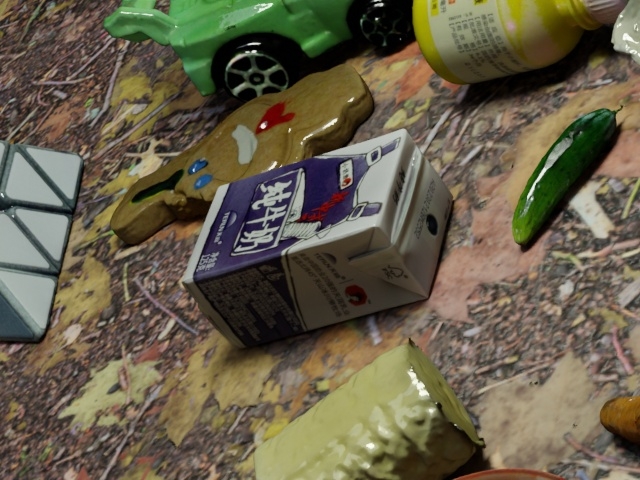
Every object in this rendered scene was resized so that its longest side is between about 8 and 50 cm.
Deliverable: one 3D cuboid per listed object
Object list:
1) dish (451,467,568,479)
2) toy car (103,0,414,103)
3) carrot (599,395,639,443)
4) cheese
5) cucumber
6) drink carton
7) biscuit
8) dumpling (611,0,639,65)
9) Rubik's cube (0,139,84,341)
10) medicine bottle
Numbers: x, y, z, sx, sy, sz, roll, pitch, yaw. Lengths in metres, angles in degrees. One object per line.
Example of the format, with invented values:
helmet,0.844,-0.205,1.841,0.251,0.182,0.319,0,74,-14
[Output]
dish,0.103,0.282,1.333,0.260,0.085,0.260,-29,30,19
toy car,-0.039,-0.287,2.134,0.358,0.176,0.213,-23,36,24
carrot,0.288,0.123,1.376,0.248,0.059,0.059,-7,43,46
cheese,0.036,0.168,1.546,0.167,0.094,0.123,-38,40,11
cucumber,0.212,-0.065,1.714,0.168,0.039,0.039,-52,33,-17
drink carton,0.000,0.001,1.795,0.222,0.102,0.134,-16,35,31
biscuit,-0.088,-0.082,2.051,0.320,0.047,0.183,-22,32,29
dumpling,0.345,-0.182,1.673,0.188,0.108,0.127,-19,60,7
Rubik's cube,-0.394,-0.004,2.176,0.228,0.229,0.233,3,-4,0
medicine bottle,0.202,-0.223,1.848,0.212,0.122,0.122,-10,41,39
